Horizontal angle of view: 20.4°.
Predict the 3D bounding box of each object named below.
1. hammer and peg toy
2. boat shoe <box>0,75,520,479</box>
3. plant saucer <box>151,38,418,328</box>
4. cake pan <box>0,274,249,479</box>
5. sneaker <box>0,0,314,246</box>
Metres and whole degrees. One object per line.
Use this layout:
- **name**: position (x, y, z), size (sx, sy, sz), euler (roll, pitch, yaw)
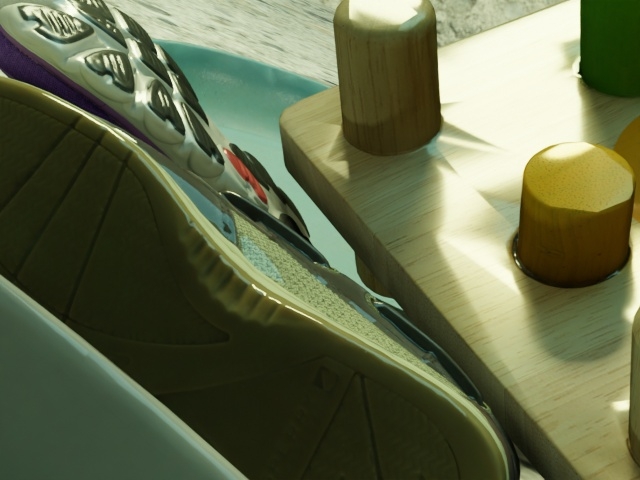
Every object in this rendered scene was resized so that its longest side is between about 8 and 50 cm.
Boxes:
- **hammer and peg toy**: position (0.199, -0.033, 0.619), size (0.361, 0.127, 0.266), euler (-21, 43, -16)
- **boat shoe**: position (-0.036, 0.026, 0.547), size (0.223, 0.080, 0.073), euler (33, 7, 17)
- **plant saucer**: position (0.031, -0.003, 0.837), size (0.317, 0.044, 0.317), euler (24, 17, -8)
- **cake pan**: position (-0.066, 0.048, 0.234), size (0.293, 0.054, 0.293), euler (39, 2, -2)
- **sneaker**: position (-0.063, -0.018, 0.617), size (0.170, 0.071, 0.068), euler (50, 9, -40)
